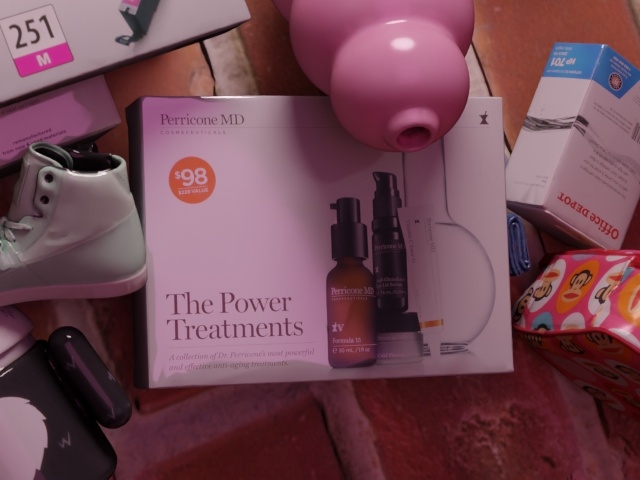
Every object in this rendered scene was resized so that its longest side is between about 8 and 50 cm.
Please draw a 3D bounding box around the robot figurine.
[{"bbox_3d":[-0.304,0.187,1.563,0.209,0.173,0.278,-34,97,-28],"label":"robot figurine"}]

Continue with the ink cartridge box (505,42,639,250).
[{"bbox_3d":[0.286,-0.099,1.777,0.139,0.082,0.190,29,80,-38],"label":"ink cartridge box"}]

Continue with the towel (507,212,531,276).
[{"bbox_3d":[0.191,0.005,1.748,0.029,0.119,0.067,-9,91,-8],"label":"towel"}]

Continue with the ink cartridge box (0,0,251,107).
[{"bbox_3d":[-0.226,-0.269,1.496,0.275,0.060,0.239,-23,95,-30],"label":"ink cartridge box"}]

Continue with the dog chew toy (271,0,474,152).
[{"bbox_3d":[0.056,-0.222,1.581,0.206,0.206,0.332,-1,53,-16],"label":"dog chew toy"}]

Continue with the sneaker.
[{"bbox_3d":[-0.292,-0.019,1.506,0.256,0.094,0.151,-6,115,-8],"label":"sneaker"}]

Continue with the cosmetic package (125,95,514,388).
[{"bbox_3d":[0.000,0.000,1.653,0.377,0.097,0.284,-2,85,-16],"label":"cosmetic package"}]

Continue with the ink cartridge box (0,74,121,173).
[{"bbox_3d":[-0.322,-0.181,1.577,0.168,0.171,0.232,-22,93,-18],"label":"ink cartridge box"}]

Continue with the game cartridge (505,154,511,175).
[{"bbox_3d":[0.047,-0.054,1.743,0.297,0.062,0.198,-35,101,-15],"label":"game cartridge"}]

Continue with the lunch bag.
[{"bbox_3d":[0.349,0.122,1.699,0.258,0.293,0.120,38,79,-16],"label":"lunch bag"}]
